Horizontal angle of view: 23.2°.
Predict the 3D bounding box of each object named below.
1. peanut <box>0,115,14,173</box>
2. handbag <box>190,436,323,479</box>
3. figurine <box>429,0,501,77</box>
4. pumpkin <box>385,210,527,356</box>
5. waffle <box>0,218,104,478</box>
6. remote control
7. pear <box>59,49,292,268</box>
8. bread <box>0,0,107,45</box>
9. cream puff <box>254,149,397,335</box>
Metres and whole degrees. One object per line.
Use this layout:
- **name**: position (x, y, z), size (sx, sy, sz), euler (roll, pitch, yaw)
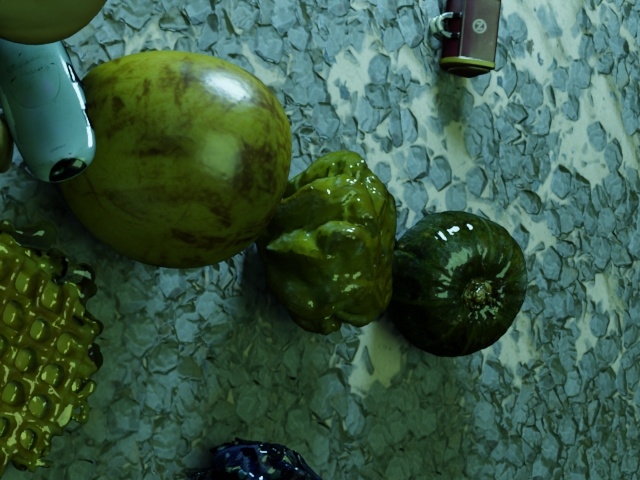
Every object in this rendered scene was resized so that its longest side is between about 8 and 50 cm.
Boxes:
- **peanut**: position (-0.435, -0.133, 1.729), size (0.236, 0.120, 0.110), euler (21, 110, -45)
- **handbag**: position (-0.045, 0.358, 2.033), size (0.113, 0.162, 0.260), euler (-51, 117, -29)
- **figurine**: position (0.211, -0.329, 2.351), size (0.098, 0.082, 0.154), euler (7, 84, -22)
- **pumpkin**: position (0.192, 0.062, 2.260), size (0.224, 0.157, 0.223), euler (-9, 108, -31)
- **waffle**: position (-0.378, 0.125, 1.801), size (0.329, 0.062, 0.329), euler (3, 85, -42)
- **remote control**: position (-0.318, -0.166, 1.777), size (0.097, 0.256, 0.045), euler (-25, 146, -4)
- **pear**: position (-0.175, -0.097, 1.856), size (0.281, 0.281, 0.280), euler (1, 88, -42)
- **bread**: position (-0.329, -0.442, 1.671), size (0.348, 0.253, 0.376), euler (49, 22, -44)
- **cream puff**: position (0.016, 0.005, 2.073), size (0.244, 0.196, 0.244), euler (-24, 90, -83)
